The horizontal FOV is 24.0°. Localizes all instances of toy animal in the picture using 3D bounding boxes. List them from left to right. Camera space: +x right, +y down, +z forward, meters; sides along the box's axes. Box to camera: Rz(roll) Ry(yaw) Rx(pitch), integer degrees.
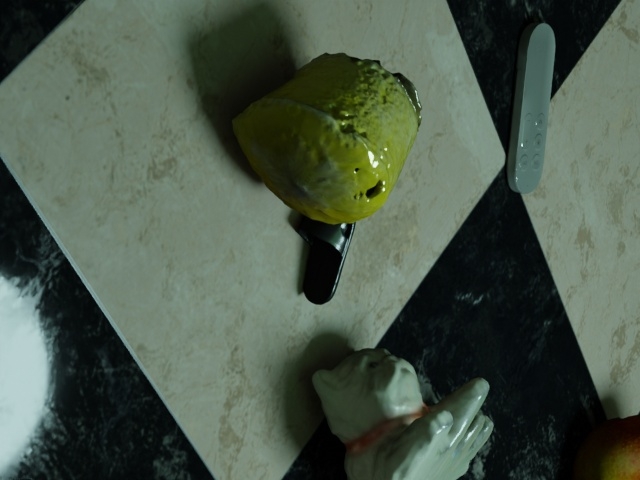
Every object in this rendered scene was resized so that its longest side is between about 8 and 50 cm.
[{"bbox_3d":[0.104,0.236,1.947,0.308,0.188,0.266,-32,145,-55],"label":"toy animal"}]

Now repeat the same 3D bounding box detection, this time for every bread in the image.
[{"bbox_3d":[0.010,-0.117,1.691,0.170,0.197,0.197,-56,137,-35],"label":"bread"}]

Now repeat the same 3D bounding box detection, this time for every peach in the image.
[{"bbox_3d":[0.515,0.388,2.404,0.231,0.231,0.231,-16,111,-48],"label":"peach"}]

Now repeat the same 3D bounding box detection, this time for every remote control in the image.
[{"bbox_3d":[0.300,-0.189,2.157,0.077,0.022,0.245,-6,104,-52],"label":"remote control"}]

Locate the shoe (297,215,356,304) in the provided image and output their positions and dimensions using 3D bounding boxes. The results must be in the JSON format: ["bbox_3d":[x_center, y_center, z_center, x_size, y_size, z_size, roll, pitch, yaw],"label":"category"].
[{"bbox_3d":[0.000,0.000,1.807,0.053,0.062,0.159,0,103,-49],"label":"shoe"}]
